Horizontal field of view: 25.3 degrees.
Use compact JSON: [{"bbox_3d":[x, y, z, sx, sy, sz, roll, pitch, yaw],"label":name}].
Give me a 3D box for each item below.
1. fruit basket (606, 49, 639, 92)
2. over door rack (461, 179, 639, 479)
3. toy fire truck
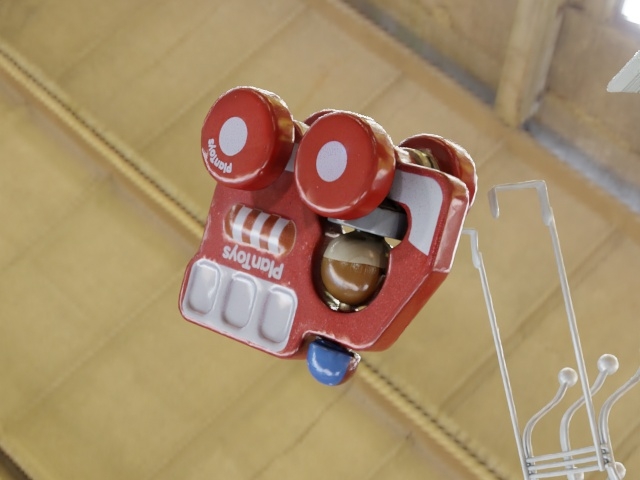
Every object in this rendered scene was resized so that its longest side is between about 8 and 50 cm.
[{"bbox_3d":[0.488,-0.228,1.328,0.353,0.327,0.165,-8,-109,-33],"label":"fruit basket"},{"bbox_3d":[0.242,0.102,1.470,0.108,0.239,0.324,-20,-97,-16],"label":"over door rack"},{"bbox_3d":[0.000,0.000,1.382,0.302,0.254,0.169,19,-173,39],"label":"toy fire truck"}]
